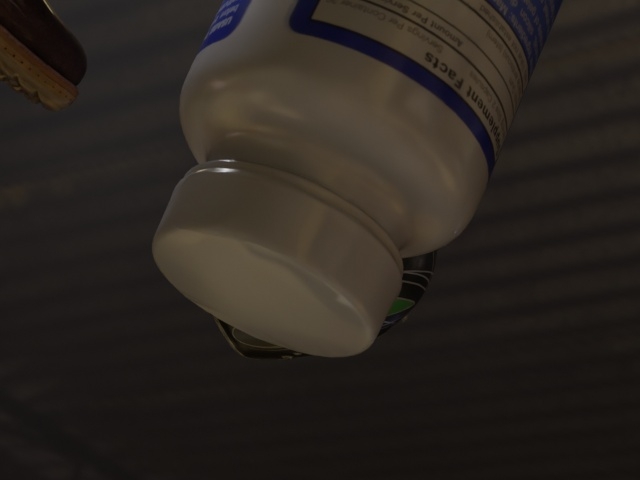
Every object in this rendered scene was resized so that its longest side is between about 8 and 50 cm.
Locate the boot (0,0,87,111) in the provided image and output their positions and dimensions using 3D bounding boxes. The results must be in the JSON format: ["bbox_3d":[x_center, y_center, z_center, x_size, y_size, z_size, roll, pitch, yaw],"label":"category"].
[{"bbox_3d":[-0.144,-0.212,0.936,0.248,0.207,0.090,50,-10,-10],"label":"boot"}]

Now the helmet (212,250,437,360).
[{"bbox_3d":[0.000,0.000,1.369,0.161,0.169,0.169,-18,-33,10],"label":"helmet"}]

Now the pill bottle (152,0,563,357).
[{"bbox_3d":[0.024,-0.087,0.927,0.152,0.272,0.152,20,-23,9],"label":"pill bottle"}]
